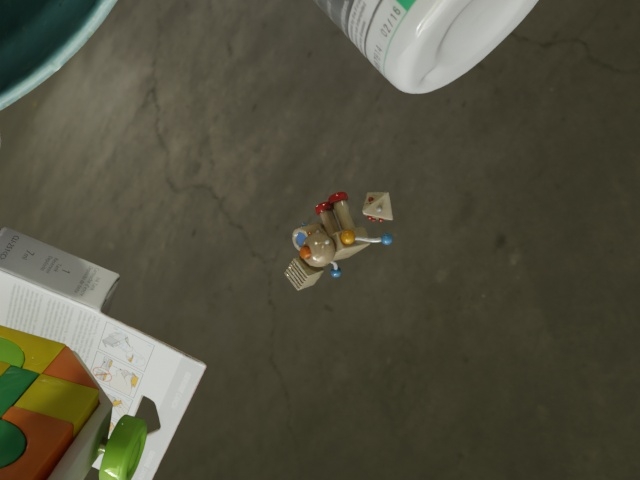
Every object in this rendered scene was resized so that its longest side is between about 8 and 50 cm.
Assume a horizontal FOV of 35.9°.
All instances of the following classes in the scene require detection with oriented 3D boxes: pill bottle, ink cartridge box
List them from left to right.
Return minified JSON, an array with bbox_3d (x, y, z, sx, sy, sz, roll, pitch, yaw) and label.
[{"bbox_3d":[-0.278,0.148,1.140,0.066,0.261,0.296,-70,6,-46],"label":"ink cartridge box"},{"bbox_3d":[0.037,-0.331,0.945,0.361,0.204,0.204,49,120,16],"label":"pill bottle"}]

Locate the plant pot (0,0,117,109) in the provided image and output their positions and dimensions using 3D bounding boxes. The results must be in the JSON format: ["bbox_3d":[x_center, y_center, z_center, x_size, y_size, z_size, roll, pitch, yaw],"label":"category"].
[{"bbox_3d":[-0.215,-0.203,0.371,0.293,0.293,0.196,-51,38,27],"label":"plant pot"}]

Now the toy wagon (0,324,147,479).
[{"bbox_3d":[-0.286,0.161,0.678,0.344,0.267,0.068,-64,-11,-66],"label":"toy wagon"}]

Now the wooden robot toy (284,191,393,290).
[{"bbox_3d":[0.000,0.000,1.040,0.173,0.079,0.076,-35,78,46],"label":"wooden robot toy"}]
